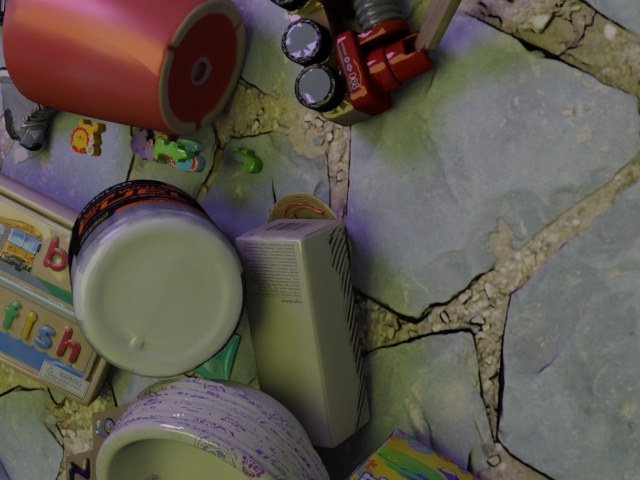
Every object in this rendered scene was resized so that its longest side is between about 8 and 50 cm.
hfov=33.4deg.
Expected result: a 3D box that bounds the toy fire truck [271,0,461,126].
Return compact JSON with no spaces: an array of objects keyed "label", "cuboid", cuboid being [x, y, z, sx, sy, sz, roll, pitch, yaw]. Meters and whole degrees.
[{"label":"toy fire truck","cuboid":[0.071,-0.283,1.308,0.246,0.158,0.217,-21,77,22]}]

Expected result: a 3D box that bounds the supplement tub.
[{"label":"supplement tub","cuboid":[-0.223,0.034,1.394,0.338,0.207,0.207,-142,63,-71]}]

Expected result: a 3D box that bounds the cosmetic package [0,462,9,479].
[{"label":"cosmetic package","cuboid":[-0.674,0.521,1.871,0.377,0.097,0.284,-47,67,26]}]

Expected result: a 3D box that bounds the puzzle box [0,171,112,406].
[{"label":"puzzle box","cuboid":[-0.479,0.049,1.641,0.408,0.052,0.272,26,107,4]}]

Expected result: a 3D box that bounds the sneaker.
[{"label":"sneaker","cuboid":[-0.440,-0.207,1.714,0.228,0.086,0.132,14,103,45]}]

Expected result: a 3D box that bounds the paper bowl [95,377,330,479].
[{"label":"paper bowl","cuboid":[-0.120,0.285,1.317,0.284,0.148,0.284,15,131,18]}]

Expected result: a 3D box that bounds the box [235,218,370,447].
[{"label":"box","cuboid":[-0.020,0.115,1.352,0.113,0.094,0.275,3,108,36]}]

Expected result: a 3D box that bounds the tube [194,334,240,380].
[{"label":"tube","cuboid":[-0.219,0.141,1.549,0.207,0.052,0.080,19,108,11]}]

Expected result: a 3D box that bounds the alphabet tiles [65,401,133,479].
[{"label":"alphabet tiles","cuboid":[-0.238,0.368,1.548,0.342,0.011,0.285,-18,67,26]}]

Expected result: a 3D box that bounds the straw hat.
[{"label":"straw hat","cuboid":[0.000,0.000,1.398,0.144,0.061,0.145,12,113,32]}]

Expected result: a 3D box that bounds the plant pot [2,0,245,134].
[{"label":"plant pot","cuboid":[-0.255,-0.275,1.477,0.243,0.275,0.275,25,105,22]}]

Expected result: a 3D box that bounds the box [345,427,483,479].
[{"label":"box","cuboid":[0.056,0.408,1.199,0.177,0.290,0.279,30,108,15]}]

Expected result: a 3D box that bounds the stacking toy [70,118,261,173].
[{"label":"stacking toy","cuboid":[-0.213,-0.122,1.489,0.221,0.167,0.052,15,99,34]}]

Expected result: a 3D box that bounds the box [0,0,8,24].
[{"label":"box","cuboid":[-0.501,-0.462,1.732,0.175,0.051,0.220,14,98,57]}]
